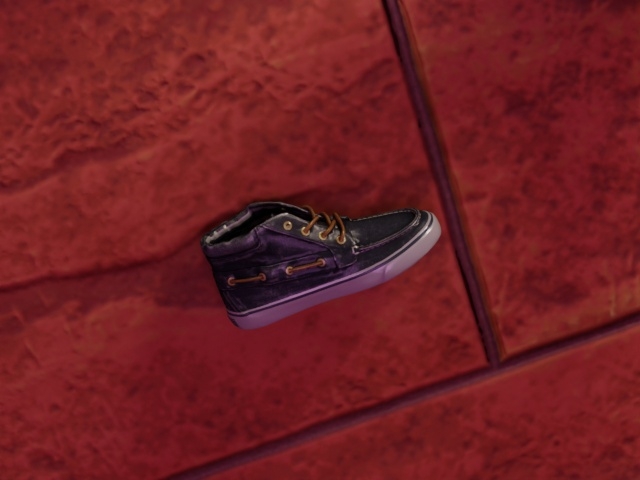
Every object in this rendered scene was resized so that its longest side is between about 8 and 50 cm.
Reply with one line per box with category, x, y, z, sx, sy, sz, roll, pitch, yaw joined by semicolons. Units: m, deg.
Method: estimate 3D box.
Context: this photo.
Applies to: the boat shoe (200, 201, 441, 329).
boat shoe;0.000;0.000;1.496;0.183;0.065;0.083;-24;116;1
